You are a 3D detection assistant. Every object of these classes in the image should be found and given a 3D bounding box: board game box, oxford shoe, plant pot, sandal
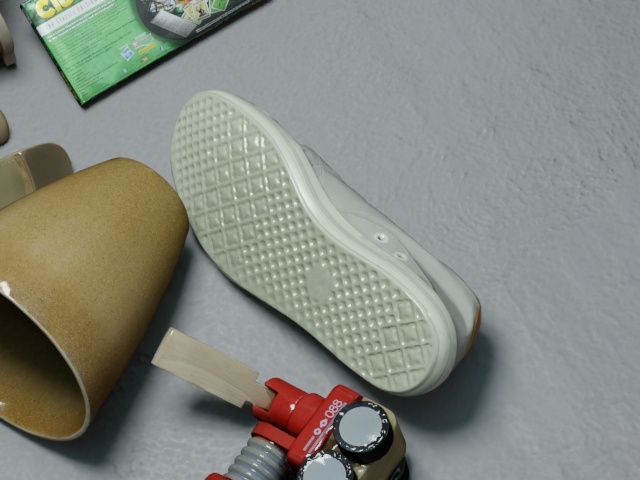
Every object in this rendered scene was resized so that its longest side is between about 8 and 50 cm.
[{"bbox_3d":[-0.201,-0.278,1.988,0.259,0.030,0.136,-31,97,-12],"label":"board game box"},{"bbox_3d":[0.000,0.000,1.822,0.449,0.169,0.130,42,29,29],"label":"oxford shoe"},{"bbox_3d":[-0.257,0.036,1.780,0.237,0.237,0.254,28,53,17],"label":"plant pot"},{"bbox_3d":[-0.382,-0.051,1.864,0.240,0.079,0.088,-21,98,-47],"label":"sandal"}]

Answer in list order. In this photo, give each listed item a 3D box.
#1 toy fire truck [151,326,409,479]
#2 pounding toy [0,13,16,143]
[{"bbox_3d":[-0.068,0.214,1.712,0.246,0.158,0.217,26,68,29],"label":"toy fire truck"},{"bbox_3d":[-0.443,-0.237,1.948,0.155,0.154,0.269,-31,65,-11],"label":"pounding toy"}]
